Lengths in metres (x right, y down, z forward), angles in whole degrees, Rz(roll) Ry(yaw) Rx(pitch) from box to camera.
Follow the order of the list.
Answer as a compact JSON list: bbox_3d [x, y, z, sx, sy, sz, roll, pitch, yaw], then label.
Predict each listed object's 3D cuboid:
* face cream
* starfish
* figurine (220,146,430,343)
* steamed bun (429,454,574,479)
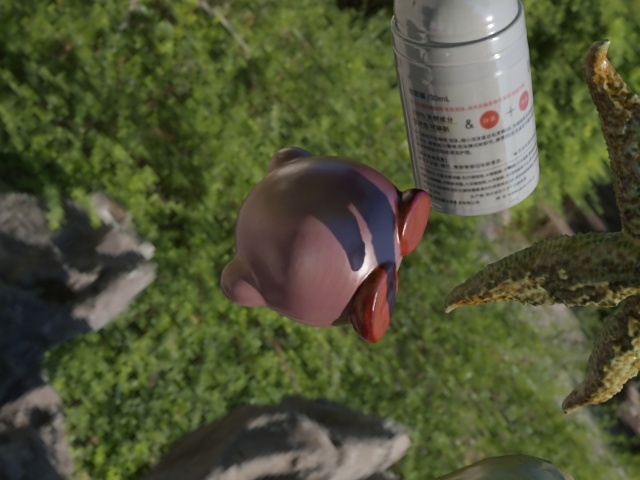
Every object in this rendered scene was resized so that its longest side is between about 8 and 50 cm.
[{"bbox_3d":[0.148,-0.214,1.384,0.145,0.145,0.370,-108,-174,-55],"label":"face cream"},{"bbox_3d":[0.294,0.027,1.071,0.347,0.358,0.078,11,30,-3],"label":"starfish"},{"bbox_3d":[0.000,0.000,1.243,0.173,0.173,0.173,48,14,-16],"label":"figurine"},{"bbox_3d":[0.073,0.290,0.819,0.372,0.324,0.230,75,7,-45],"label":"steamed bun"}]
